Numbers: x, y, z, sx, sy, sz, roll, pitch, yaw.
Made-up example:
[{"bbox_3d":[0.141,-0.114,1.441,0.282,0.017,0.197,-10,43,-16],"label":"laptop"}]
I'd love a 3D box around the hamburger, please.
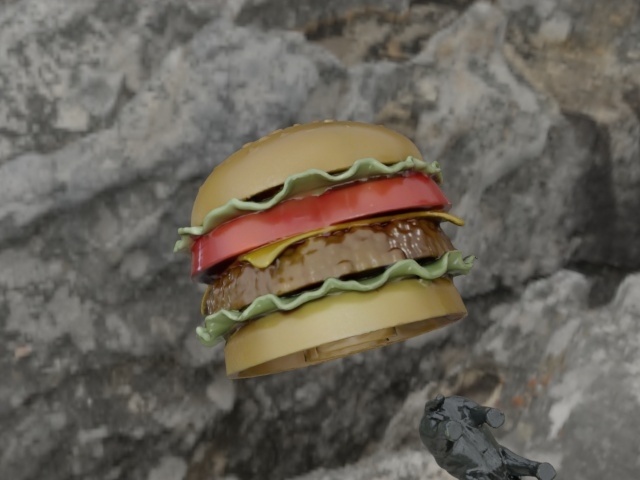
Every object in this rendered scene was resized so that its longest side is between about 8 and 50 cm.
[{"bbox_3d":[0.000,0.000,1.122,0.275,0.274,0.212,-11,80,-20],"label":"hamburger"}]

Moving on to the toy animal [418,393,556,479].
[{"bbox_3d":[0.213,0.284,1.445,0.082,0.269,0.137,-41,14,-18],"label":"toy animal"}]
